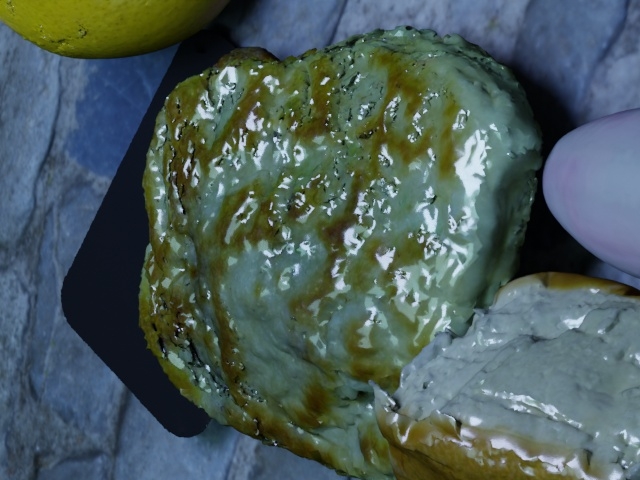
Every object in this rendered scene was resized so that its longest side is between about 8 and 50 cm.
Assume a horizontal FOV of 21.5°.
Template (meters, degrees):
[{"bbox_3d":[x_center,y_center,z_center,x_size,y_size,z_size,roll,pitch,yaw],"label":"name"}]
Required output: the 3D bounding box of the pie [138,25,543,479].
[{"bbox_3d":[0.014,0.015,1.425,0.418,0.180,0.395,10,99,49],"label":"pie"}]

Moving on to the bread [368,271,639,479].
[{"bbox_3d":[0.214,0.164,1.224,0.279,0.225,0.250,17,141,41],"label":"bread"}]

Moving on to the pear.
[{"bbox_3d":[-0.175,-0.320,1.558,0.285,0.336,0.285,158,90,-89],"label":"pear"}]

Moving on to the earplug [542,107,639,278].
[{"bbox_3d":[0.281,-0.028,1.201,0.301,0.172,0.172,15,109,52],"label":"earplug"}]

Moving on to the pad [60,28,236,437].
[{"bbox_3d":[-0.089,0.015,1.687,0.315,0.063,0.375,45,119,27],"label":"pad"}]
